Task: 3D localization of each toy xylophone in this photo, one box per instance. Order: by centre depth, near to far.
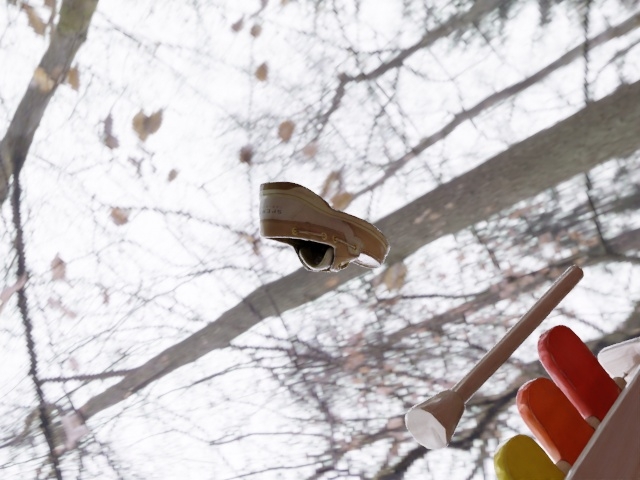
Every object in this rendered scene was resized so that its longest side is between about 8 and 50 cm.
[{"bbox_3d":[0.163,0.156,0.722,0.323,0.081,0.236,-30,-94,-43],"label":"toy xylophone"}]

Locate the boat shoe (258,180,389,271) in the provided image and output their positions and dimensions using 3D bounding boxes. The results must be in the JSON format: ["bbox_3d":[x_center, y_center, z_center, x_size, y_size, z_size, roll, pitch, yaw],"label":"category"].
[{"bbox_3d":[0.000,0.000,0.827,0.135,0.050,0.045,27,-112,-45],"label":"boat shoe"}]
